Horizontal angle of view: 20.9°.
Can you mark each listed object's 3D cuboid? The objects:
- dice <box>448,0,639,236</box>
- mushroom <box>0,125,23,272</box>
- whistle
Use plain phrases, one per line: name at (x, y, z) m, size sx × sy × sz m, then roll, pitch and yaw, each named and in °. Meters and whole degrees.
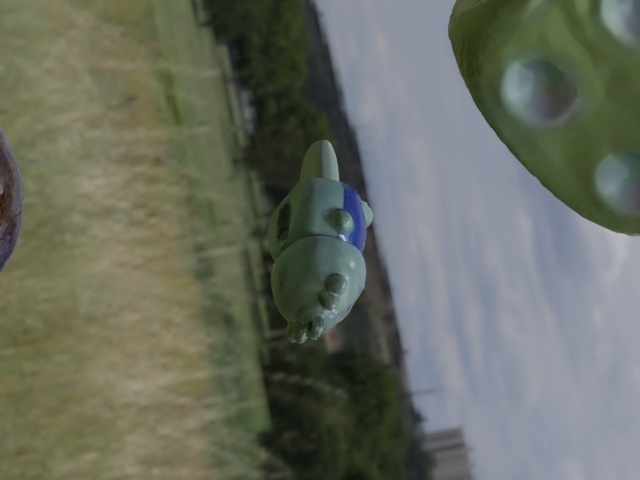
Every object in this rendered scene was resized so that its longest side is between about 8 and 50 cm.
dice at (0.270, -0.176, 1.386) m, size 0.252 × 0.249 × 0.254 m, roll 45°, pitch 33°, yaw -14°
mushroom at (-0.413, -0.048, 1.720) m, size 0.254 × 0.267 × 0.267 m, roll -55°, pitch 141°, yaw -54°
whistle at (0.000, 0.000, 1.670) m, size 0.110 × 0.092 × 0.244 m, roll -51°, pitch -154°, yaw 40°
